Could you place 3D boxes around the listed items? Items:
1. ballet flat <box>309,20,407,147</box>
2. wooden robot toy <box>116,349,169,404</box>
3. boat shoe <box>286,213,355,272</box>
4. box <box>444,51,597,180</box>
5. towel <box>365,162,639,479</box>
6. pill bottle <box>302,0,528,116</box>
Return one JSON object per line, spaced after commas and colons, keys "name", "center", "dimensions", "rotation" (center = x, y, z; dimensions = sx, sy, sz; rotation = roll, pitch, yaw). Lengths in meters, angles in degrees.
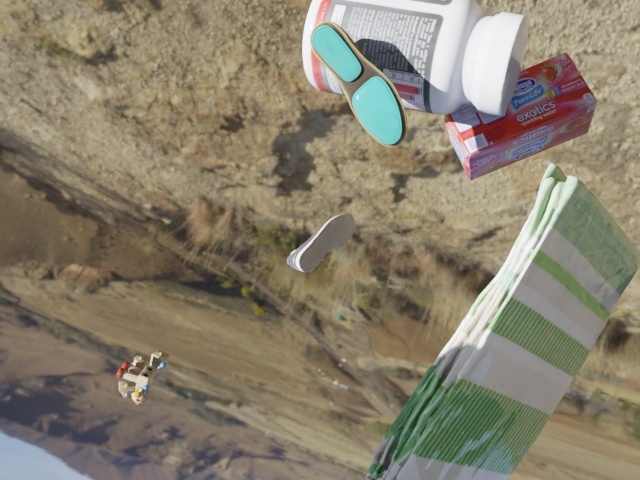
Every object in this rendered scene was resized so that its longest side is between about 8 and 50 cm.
{"name": "ballet flat", "center": [0.072, -0.256, 1.033], "dimensions": [0.080, 0.073, 0.232], "rotation": [-33, 91, 24]}
{"name": "wooden robot toy", "center": [-0.360, 0.284, 1.267], "dimensions": [0.076, 0.079, 0.173], "rotation": [15, -163, 3]}
{"name": "boat shoe", "center": [0.000, 0.000, 1.511], "dimensions": [0.065, 0.206, 0.075], "rotation": [2, 127, 50]}
{"name": "box", "center": [0.384, -0.238, 1.246], "dimensions": [0.257, 0.128, 0.122], "rotation": [-23, 157, 5]}
{"name": "towel", "center": [0.194, 0.114, 0.629], "dimensions": [0.038, 0.324, 0.248], "rotation": [31, -179, 45]}
{"name": "pill bottle", "center": [0.169, -0.343, 1.153], "dimensions": [0.363, 0.210, 0.210], "rotation": [17, 159, 20]}
